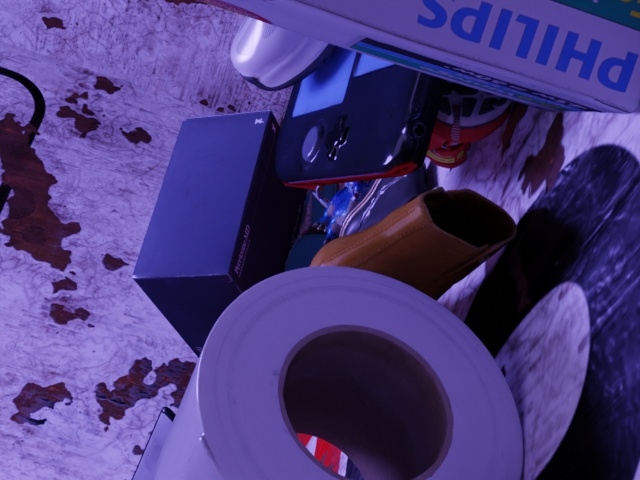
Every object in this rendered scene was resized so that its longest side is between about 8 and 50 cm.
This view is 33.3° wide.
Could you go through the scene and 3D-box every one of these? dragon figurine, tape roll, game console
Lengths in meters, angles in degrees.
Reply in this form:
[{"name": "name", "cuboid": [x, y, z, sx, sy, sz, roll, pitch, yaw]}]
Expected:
[{"name": "dragon figurine", "cuboid": [0.052, -0.068, 1.545, 0.289, 0.085, 0.144, -104, 32, -74]}, {"name": "tape roll", "cuboid": [0.008, 0.164, 0.808, 0.169, 0.246, 0.246, 117, 167, -47]}, {"name": "game console", "cuboid": [0.065, -0.243, 1.108, 0.342, 0.060, 0.387, 178, 108, -72]}]

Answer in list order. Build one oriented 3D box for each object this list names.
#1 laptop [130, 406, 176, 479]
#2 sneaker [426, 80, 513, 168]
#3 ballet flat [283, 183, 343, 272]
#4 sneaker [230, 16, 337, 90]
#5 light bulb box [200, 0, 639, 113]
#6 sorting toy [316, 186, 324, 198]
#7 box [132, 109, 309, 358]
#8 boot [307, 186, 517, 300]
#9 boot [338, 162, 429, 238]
[{"name": "laptop", "cuboid": [-0.200, 0.517, 1.548, 0.236, 0.408, 0.382, -38, -12, -32]}, {"name": "sneaker", "cuboid": [0.143, -0.130, 1.127, 0.279, 0.107, 0.118, -89, -1, -73]}, {"name": "ballet flat", "cuboid": [0.000, 0.000, 1.845, 0.077, 0.091, 0.241, 63, -140, -56]}, {"name": "sneaker", "cuboid": [-0.043, -0.361, 1.056, 0.447, 0.257, 0.169, -53, 29, 36]}, {"name": "light bulb box", "cuboid": [0.097, -0.316, 0.801, 0.225, 0.357, 0.361, -122, 49, -81]}, {"name": "sorting toy", "cuboid": [0.002, -0.108, 1.540, 0.083, 0.012, 0.062, -78, -18, -47]}, {"name": "box", "cuboid": [-0.141, 0.006, 1.860, 0.312, 0.178, 0.343, 62, -148, -48]}, {"name": "boot", "cuboid": [0.093, 0.038, 0.983, 0.211, 0.295, 0.104, -32, 71, 24]}, {"name": "boot", "cuboid": [0.077, -0.003, 1.313, 0.137, 0.076, 0.198, -100, 27, -62]}]
